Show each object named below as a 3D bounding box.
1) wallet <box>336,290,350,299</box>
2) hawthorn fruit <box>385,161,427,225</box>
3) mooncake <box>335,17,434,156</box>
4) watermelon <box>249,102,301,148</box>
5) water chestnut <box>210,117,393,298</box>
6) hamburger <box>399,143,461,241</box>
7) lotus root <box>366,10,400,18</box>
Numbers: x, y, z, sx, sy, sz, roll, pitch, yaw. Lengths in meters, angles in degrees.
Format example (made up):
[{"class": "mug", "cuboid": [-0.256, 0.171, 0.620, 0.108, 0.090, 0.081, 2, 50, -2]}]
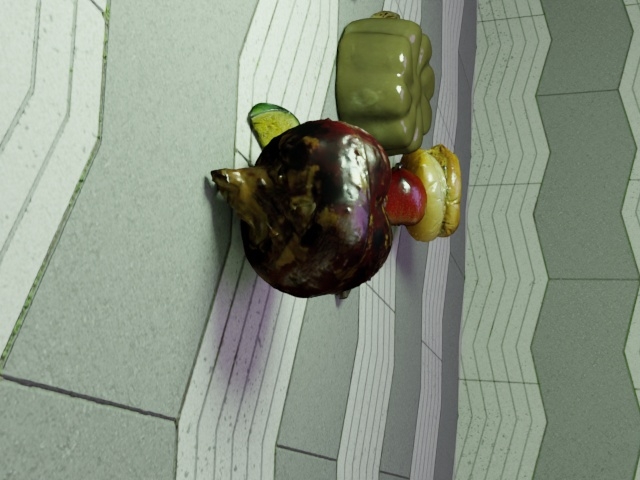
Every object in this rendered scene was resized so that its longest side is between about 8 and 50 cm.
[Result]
[{"class": "wallet", "cuboid": [0.057, 0.021, 1.878, 0.124, 0.042, 0.230, -49, 133, -57]}, {"class": "hawthorn fruit", "cuboid": [0.232, -0.134, 2.164, 0.169, 0.169, 0.188, -30, 129, -67]}, {"class": "mooncake", "cuboid": [0.187, -0.408, 2.016, 0.378, 0.200, 0.378, -1, 90, -68]}, {"class": "watermelon", "cuboid": [-0.092, -0.222, 1.505, 0.092, 0.075, 0.181, -38, 140, -8]}, {"class": "water chestnut", "cuboid": [-0.033, -0.068, 1.334, 0.347, 0.335, 0.335, 22, 65, -35]}, {"class": "hamburger", "cuboid": [0.334, -0.143, 2.347, 0.290, 0.170, 0.314, -120, -152, -69]}, {"class": "lotus root", "cuboid": [0.191, -0.611, 2.190, 0.159, 0.095, 0.135, -62, 149, -42]}]
